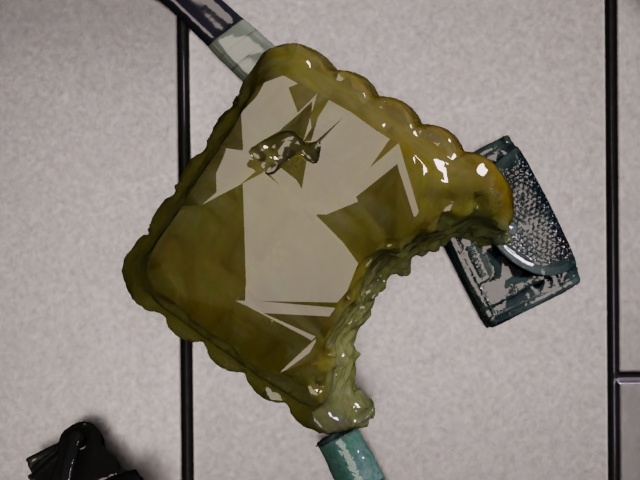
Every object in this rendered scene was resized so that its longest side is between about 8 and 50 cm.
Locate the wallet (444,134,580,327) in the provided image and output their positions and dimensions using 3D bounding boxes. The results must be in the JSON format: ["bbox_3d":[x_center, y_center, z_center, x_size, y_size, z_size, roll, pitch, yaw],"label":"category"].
[{"bbox_3d":[0.139,-0.007,1.118,0.088,0.026,0.129,-27,91,0],"label":"wallet"}]

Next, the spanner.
[{"bbox_3d":[-0.066,-0.161,1.119,0.316,0.024,0.087,42,87,-1],"label":"spanner"}]

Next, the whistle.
[{"bbox_3d":[0.054,0.232,1.116,0.039,0.039,0.186,-27,91,0],"label":"whistle"}]

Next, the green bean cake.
[{"bbox_3d":[0.000,0.000,1.057,0.233,0.124,0.236,34,97,1],"label":"green bean cake"}]

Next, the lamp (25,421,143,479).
[{"bbox_3d":[-0.202,0.233,1.079,0.227,0.147,0.172,-19,68,-8],"label":"lamp"}]
